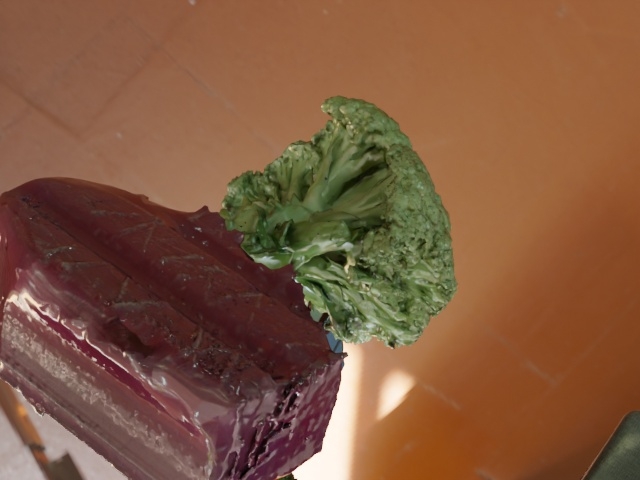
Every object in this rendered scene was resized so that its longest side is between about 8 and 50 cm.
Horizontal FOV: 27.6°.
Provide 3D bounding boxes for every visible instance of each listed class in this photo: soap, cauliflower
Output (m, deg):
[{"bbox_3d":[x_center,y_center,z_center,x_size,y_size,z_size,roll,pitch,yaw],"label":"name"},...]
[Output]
[{"bbox_3d":[-0.135,0.062,1.013,0.220,0.324,0.127,-16,134,-54],"label":"soap"},{"bbox_3d":[0.000,0.000,1.326,0.250,0.272,0.275,-14,154,-35],"label":"cauliflower"}]

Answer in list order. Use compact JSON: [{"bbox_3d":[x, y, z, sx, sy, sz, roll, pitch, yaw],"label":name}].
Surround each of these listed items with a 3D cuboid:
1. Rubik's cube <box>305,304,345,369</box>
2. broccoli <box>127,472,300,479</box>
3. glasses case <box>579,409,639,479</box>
[{"bbox_3d":[-0.082,0.163,1.800,0.183,0.180,0.167,-57,157,-33],"label":"Rubik's cube"},{"bbox_3d":[-0.137,0.407,1.577,0.303,0.283,0.321,-14,103,4],"label":"broccoli"},{"bbox_3d":[0.340,0.360,1.551,0.323,0.131,0.074,-54,162,-10],"label":"glasses case"}]
